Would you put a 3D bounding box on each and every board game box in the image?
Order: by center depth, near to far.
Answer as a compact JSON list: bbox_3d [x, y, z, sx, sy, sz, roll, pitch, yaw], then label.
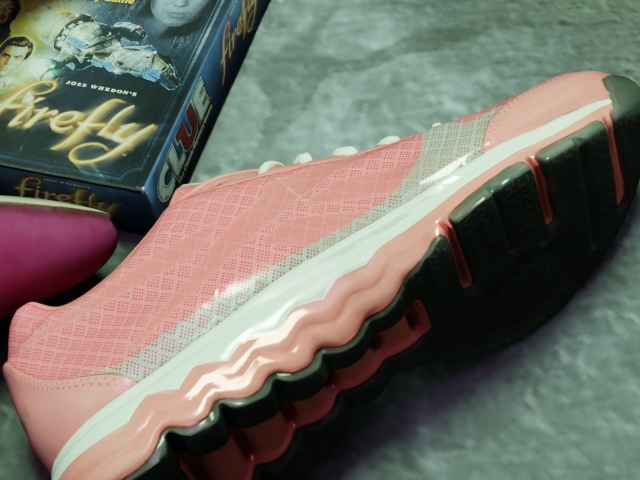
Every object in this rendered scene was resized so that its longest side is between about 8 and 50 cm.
[{"bbox_3d":[-0.167,-0.100,0.761,0.243,0.042,0.165,11,59,16],"label":"board game box"}]

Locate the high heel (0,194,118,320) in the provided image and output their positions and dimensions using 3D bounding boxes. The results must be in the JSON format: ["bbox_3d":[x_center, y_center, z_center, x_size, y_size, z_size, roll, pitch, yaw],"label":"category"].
[{"bbox_3d":[-0.264,0.091,0.640,0.377,0.127,0.181,-13,84,-3],"label":"high heel"}]

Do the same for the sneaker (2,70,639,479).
[{"bbox_3d":[0.000,0.000,0.623,0.314,0.116,0.136,-33,56,-12],"label":"sneaker"}]
